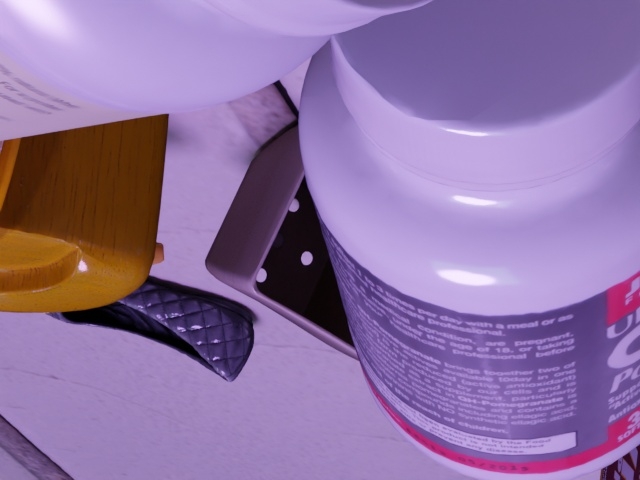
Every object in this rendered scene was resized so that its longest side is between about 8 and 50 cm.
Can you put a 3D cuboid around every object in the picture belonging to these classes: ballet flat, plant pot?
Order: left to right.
[{"bbox_3d":[-0.129,0.053,1.336,0.173,0.049,0.057,12,154,12],"label":"ballet flat"},{"bbox_3d":[0.000,0.000,1.083,0.109,0.109,0.096,32,165,-29],"label":"plant pot"}]

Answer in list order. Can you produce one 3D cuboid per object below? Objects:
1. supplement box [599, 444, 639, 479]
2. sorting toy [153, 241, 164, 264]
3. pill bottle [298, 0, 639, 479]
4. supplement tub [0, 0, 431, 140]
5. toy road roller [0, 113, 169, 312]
[{"bbox_3d":[0.263,0.154,1.093,0.194,0.129,0.191,7,173,0],"label":"supplement box"},{"bbox_3d":[-0.239,-0.020,1.166,0.348,0.047,0.196,4,-167,29],"label":"sorting toy"},{"bbox_3d":[0.085,-0.024,0.873,0.176,0.176,0.318,11,155,14],"label":"pill bottle"},{"bbox_3d":[-0.119,-0.150,0.665,0.325,0.235,0.235,-6,147,38],"label":"supplement tub"},{"bbox_3d":[-0.219,-0.038,0.984,0.241,0.202,0.329,13,160,-23],"label":"toy road roller"}]
